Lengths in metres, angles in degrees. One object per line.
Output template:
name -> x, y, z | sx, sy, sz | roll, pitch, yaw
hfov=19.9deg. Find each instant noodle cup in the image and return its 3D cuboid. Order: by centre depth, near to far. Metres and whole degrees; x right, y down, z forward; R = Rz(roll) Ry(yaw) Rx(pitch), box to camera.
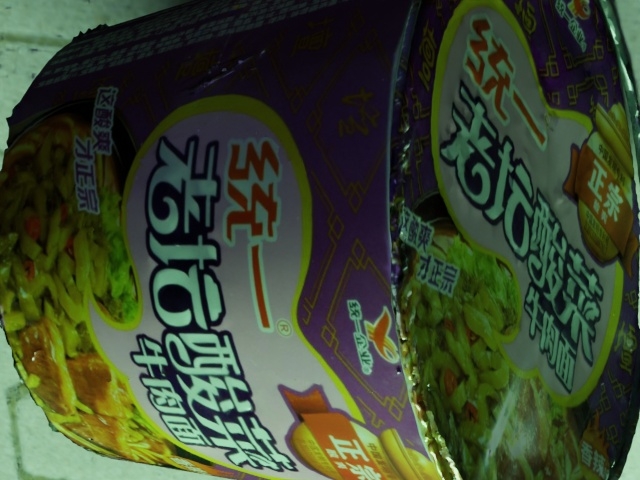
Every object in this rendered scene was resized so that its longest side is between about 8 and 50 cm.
instant noodle cup -> 0.000, 0.000, 0.971 | 0.266, 0.340, 0.340 | -4, 122, 28
